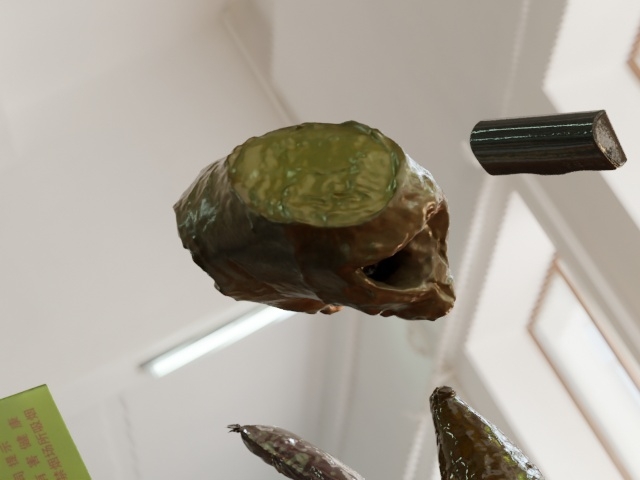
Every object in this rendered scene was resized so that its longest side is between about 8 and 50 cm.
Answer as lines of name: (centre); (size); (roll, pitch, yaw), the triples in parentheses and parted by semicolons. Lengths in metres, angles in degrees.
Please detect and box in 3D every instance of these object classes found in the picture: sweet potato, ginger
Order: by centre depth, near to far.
ginger: (0.000, 0.000, 1.423); (0.130, 0.275, 0.221); (-52, -28, -33)
sweet potato: (0.169, 0.279, 1.472); (0.131, 0.337, 0.131); (-25, -28, -15)

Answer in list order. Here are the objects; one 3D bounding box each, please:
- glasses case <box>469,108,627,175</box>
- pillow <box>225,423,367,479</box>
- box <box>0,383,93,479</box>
glasses case: (0.260, -0.109, 1.884); (0.190, 0.072, 0.042); (-1, 41, 47)
pillow: (-0.009, 0.233, 1.686); (0.043, 0.185, 0.118); (-65, -23, -4)
box: (-0.414, 0.294, 1.802); (0.335, 0.187, 0.047); (-18, -16, -37)
